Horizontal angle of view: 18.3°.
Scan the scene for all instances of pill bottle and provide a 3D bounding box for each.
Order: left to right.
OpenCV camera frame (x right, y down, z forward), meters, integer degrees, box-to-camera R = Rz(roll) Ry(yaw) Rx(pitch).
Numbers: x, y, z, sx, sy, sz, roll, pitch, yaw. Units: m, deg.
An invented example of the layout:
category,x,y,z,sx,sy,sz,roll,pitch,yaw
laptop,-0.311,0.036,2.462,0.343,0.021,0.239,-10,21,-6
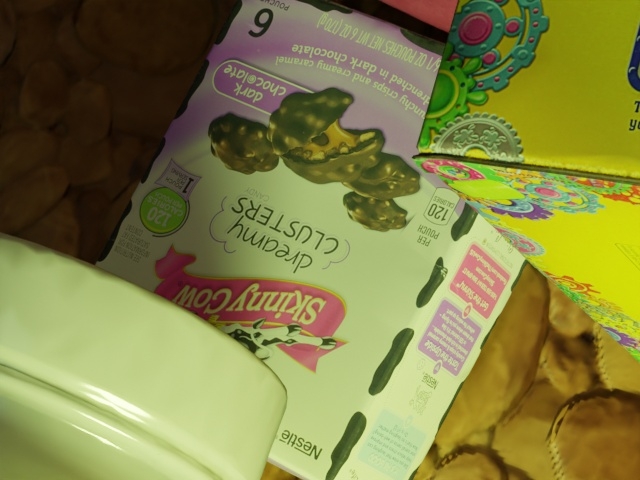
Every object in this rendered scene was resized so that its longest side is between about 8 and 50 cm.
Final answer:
category,x,y,z,sx,sy,sz,roll,pitch,yaw
pill bottle,-0.168,0.208,0.725,0.229,0.229,0.407,14,71,30

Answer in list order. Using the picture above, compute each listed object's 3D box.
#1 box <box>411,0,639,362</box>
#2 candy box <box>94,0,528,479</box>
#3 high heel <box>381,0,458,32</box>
category,x,y,z,sx,sy,sz,roll,pitch,yaw
box,0.196,-0.097,0.698,0.177,0.290,0.279,9,76,29
candy box,0.000,0.000,0.889,0.165,0.070,0.196,24,83,32
high heel,-0.013,-0.191,0.903,0.377,0.181,0.127,28,85,32
